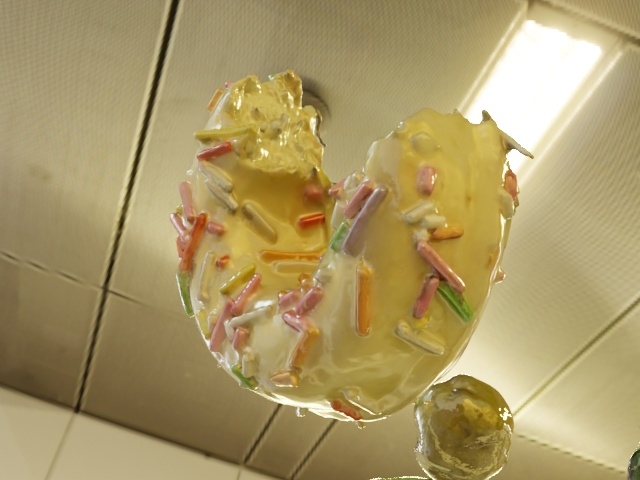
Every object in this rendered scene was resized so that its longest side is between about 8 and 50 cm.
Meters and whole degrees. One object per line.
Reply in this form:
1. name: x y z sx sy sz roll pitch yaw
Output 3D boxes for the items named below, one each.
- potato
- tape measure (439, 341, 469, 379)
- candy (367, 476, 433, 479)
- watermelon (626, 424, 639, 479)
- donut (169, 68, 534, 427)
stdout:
1. potato: 0.230 0.307 1.472 0.137 0.154 0.200 29 -42 44
2. tape measure: 0.057 0.041 0.987 0.149 0.245 0.231 9 -36 -35
3. candy: 0.064 0.370 0.932 0.132 0.142 0.343 7 -46 -2
4. watermelon: 0.553 0.398 1.433 0.128 0.159 0.303 -26 -58 18
5. donut: -0.007 0.005 0.833 0.150 0.307 0.371 7 11 -40
